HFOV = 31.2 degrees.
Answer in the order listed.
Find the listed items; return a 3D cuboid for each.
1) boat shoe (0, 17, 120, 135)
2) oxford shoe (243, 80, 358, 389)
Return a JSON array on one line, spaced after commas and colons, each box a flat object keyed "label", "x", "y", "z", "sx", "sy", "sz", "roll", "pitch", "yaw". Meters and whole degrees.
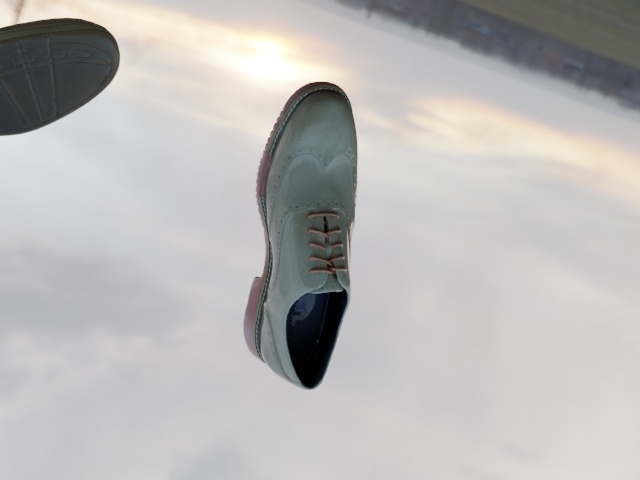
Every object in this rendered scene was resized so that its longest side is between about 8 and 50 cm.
[{"label": "boat shoe", "x": -0.380, "y": -0.172, "z": 1.183, "sx": 0.341, "sy": 0.121, "sz": 0.110, "roll": -18, "pitch": -131, "yaw": -18}, {"label": "oxford shoe", "x": 0.000, "y": 0.000, "z": 1.463, "sx": 0.140, "sy": 0.397, "sz": 0.146, "roll": -4, "pitch": -158, "yaw": -26}]
